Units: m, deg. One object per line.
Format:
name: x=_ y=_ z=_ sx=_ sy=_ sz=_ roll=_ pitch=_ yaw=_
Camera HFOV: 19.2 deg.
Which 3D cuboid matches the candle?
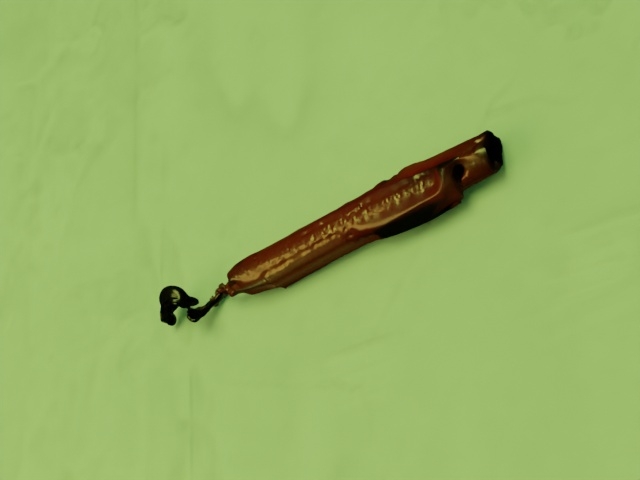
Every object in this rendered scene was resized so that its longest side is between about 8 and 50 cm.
candle: x=0.000 y=0.000 z=0.771 sx=0.167 sy=0.021 sz=0.026 roll=-26 pitch=51 yaw=23
